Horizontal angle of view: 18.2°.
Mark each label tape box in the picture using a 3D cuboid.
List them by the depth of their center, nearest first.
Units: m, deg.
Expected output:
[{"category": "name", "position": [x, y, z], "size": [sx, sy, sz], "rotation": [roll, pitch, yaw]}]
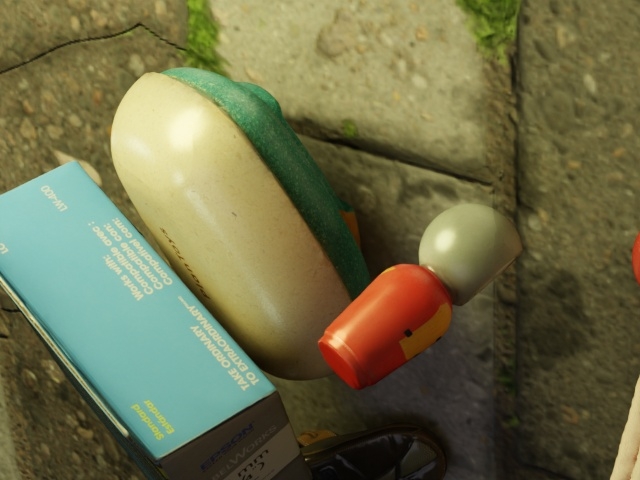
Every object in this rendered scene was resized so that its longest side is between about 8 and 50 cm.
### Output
[{"category": "label tape box", "position": [-0.132, 0.074, 1.435], "size": [0.240, 0.106, 0.334], "rotation": [48, 170, 21]}]

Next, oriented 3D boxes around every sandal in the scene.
[{"category": "sandal", "position": [0.004, 0.180, 1.598], "size": [0.219, 0.060, 0.090], "rotation": [-20, 114, 29]}]

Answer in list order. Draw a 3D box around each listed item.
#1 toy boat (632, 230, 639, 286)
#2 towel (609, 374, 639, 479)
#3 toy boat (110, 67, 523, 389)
[{"category": "toy boat", "position": [0.280, 0.070, 1.236], "size": [0.151, 0.151, 0.231], "rotation": [-25, 104, 44]}, {"category": "towel", "position": [0.334, 0.084, 1.140], "size": [0.332, 0.053, 0.317], "rotation": [-2, 129, -12]}, {"category": "toy boat", "position": [0.000, 0.000, 1.382], "size": [0.318, 0.148, 0.267], "rotation": [28, 153, 52]}]
